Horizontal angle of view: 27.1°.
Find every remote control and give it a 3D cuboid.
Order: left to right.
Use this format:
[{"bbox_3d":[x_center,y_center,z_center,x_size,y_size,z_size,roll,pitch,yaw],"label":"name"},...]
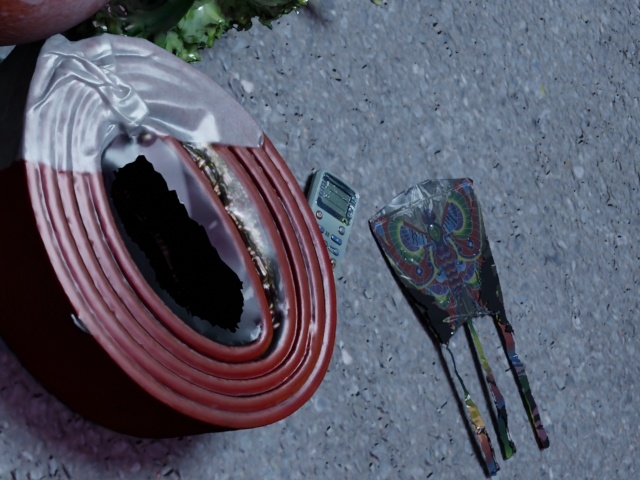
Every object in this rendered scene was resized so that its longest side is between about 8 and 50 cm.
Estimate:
[{"bbox_3d":[0.000,0.000,1.133,0.053,0.018,0.124,35,58,-31],"label":"remote control"}]

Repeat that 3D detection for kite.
[{"bbox_3d":[0.144,0.079,1.242,0.152,0.015,0.285,-25,96,-42],"label":"kite"}]

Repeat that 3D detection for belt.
[{"bbox_3d":[-0.128,-0.001,0.954,0.324,0.115,0.227,54,49,-17],"label":"belt"}]

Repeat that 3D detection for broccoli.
[{"bbox_3d":[-0.089,-0.204,0.982,0.220,0.194,0.194,1,78,-29],"label":"broccoli"}]

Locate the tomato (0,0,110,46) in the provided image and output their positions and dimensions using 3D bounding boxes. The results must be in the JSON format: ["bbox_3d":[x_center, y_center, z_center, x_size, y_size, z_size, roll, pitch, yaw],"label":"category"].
[{"bbox_3d":[-0.207,-0.245,0.844,0.227,0.270,0.270,48,52,-31],"label":"tomato"}]

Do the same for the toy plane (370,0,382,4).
[{"bbox_3d":[-0.029,-0.299,1.139,0.244,0.092,0.229,-17,75,-46],"label":"toy plane"}]
